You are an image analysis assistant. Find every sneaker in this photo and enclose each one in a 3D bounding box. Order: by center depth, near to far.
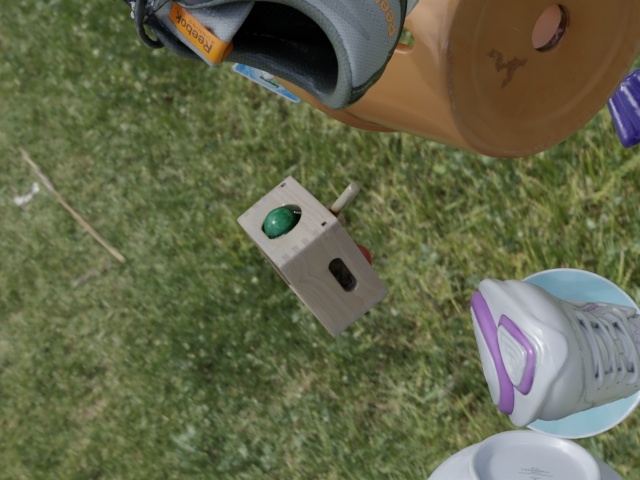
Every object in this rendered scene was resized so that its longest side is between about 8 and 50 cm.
[{"bbox_3d":[-0.078,-0.149,0.492,0.271,0.100,0.108,21,65,-10],"label":"sneaker"},{"bbox_3d":[0.202,0.079,0.821,0.152,0.305,0.114,-13,80,10],"label":"sneaker"}]

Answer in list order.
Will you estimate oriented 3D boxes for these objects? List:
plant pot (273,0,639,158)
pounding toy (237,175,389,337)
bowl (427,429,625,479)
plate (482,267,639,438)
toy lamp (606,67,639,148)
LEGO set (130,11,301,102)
[{"bbox_3d":[0.112,-0.193,0.783,0.291,0.291,0.203,-43,45,-5],"label":"plant pot"},{"bbox_3d":[0.000,0.000,0.989,0.100,0.141,0.130,-39,37,-5],"label":"pounding toy"},{"bbox_3d":[0.232,0.303,1.136,0.297,0.134,0.298,-2,25,1],"label":"bowl"},{"bbox_3d":[0.274,0.125,1.148,0.188,0.024,0.188,-1,88,20],"label":"plate"},{"bbox_3d":[0.400,-0.060,1.101,0.080,0.080,0.275,-35,90,1],"label":"toy lamp"},{"bbox_3d":[-0.027,-0.223,0.958,0.182,0.244,0.060,-46,27,42],"label":"LEGO set"}]
